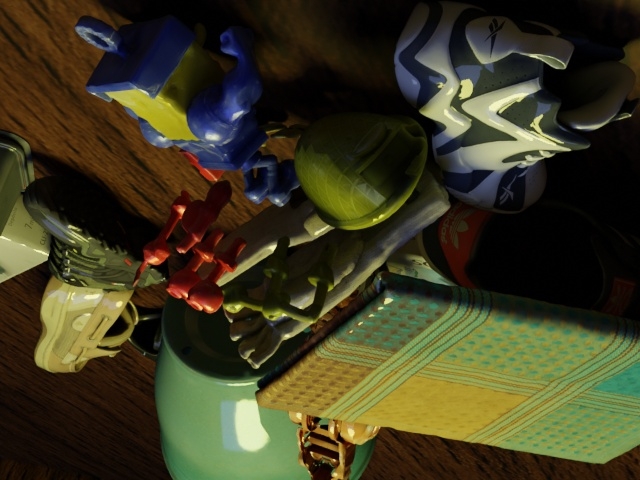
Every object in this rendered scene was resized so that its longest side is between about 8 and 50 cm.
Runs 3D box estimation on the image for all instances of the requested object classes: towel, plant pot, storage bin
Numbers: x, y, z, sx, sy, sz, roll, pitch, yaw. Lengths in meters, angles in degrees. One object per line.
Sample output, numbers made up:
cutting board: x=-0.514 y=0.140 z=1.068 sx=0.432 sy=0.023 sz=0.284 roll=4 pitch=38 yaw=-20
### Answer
towel: x=0.162 y=0.114 z=1.124 sx=0.370 sy=0.040 sz=0.271 roll=12 pitch=150 yaw=-22
plant pot: x=-0.075 y=0.154 z=1.532 sx=0.272 sy=0.271 sz=0.255 roll=10 pitch=145 yaw=13
storage bin: x=-0.367 y=-0.057 z=1.396 sx=0.098 sy=0.091 sz=0.135 roll=16 pitch=159 yaw=-4

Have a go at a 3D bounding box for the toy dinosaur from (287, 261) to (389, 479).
toy dinosaur: x=0.022 y=0.132 z=1.298 sx=0.164 sy=0.218 sz=0.322 roll=36 pitch=121 yaw=10

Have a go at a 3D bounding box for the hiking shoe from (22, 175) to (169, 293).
hiking shoe: x=-0.267 y=0.009 z=1.462 sx=0.114 sy=0.086 sz=0.227 roll=-26 pitch=144 yaw=18

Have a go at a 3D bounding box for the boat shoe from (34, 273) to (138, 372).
boat shoe: x=-0.305 y=0.113 z=1.739 sx=0.110 sy=0.121 sz=0.341 roll=23 pitch=158 yaw=-2

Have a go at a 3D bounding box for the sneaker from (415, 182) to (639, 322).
sneaker: x=0.255 y=0.049 z=1.143 sx=0.350 sy=0.131 sz=0.148 roll=18 pitch=-176 yaw=-11

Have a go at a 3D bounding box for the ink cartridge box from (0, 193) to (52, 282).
ink cartridge box: x=-0.482 y=-0.027 z=1.588 sx=0.261 sy=0.066 sz=0.296 roll=24 pitch=157 yaw=-26

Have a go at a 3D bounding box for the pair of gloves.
pair of gloves: x=0.000 y=0.000 z=1.063 sx=0.042 sy=0.204 sz=0.240 roll=54 pitch=180 yaw=-20

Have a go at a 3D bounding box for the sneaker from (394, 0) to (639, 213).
sneaker: x=0.164 y=-0.084 z=0.958 sx=0.153 sy=0.094 sz=0.235 roll=12 pitch=151 yaw=32

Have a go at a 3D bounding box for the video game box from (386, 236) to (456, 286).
video game box: x=0.150 y=0.044 z=1.369 sx=0.187 sy=0.048 sz=0.205 roll=13 pitch=159 yaw=15

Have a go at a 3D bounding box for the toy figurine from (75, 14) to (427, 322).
toy figurine: x=-0.108 y=-0.083 z=1.009 sx=0.217 sy=0.191 sz=0.362 roll=43 pitch=166 yaw=-24

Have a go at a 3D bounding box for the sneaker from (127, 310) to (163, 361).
sneaker: x=-0.165 y=0.145 z=1.794 sx=0.232 sy=0.081 sz=0.090 roll=4 pitch=164 yaw=29
